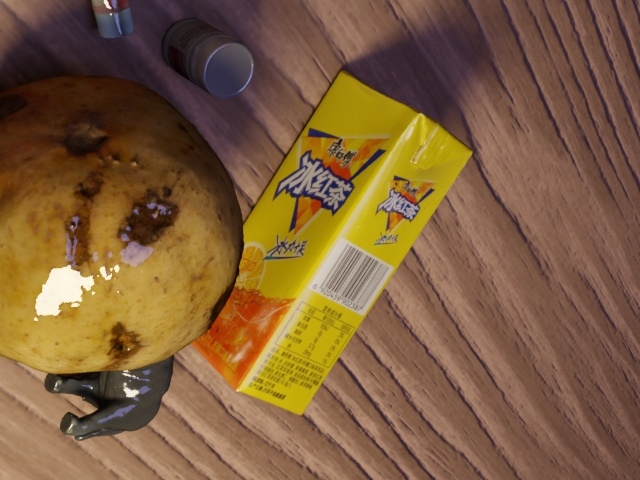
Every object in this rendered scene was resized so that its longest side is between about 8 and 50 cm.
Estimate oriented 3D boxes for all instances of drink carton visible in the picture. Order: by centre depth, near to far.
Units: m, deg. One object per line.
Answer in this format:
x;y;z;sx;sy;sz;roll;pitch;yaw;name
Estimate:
0.000;0.000;1.219;0.111;0.154;0.351;28;96;-43;drink carton

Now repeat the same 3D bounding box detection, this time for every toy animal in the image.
-0.201;0.095;1.177;0.137;0.082;0.269;19;98;-44;toy animal

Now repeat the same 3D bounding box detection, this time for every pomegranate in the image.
-0.205;-0.012;0.991;0.281;0.281;0.281;-17;123;-28;pomegranate

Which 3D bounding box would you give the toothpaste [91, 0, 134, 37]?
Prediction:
-0.204;-0.287;0.996;0.056;0.036;0.205;-21;121;-24;toothpaste

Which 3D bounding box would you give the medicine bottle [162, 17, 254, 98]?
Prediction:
-0.111;-0.180;1.082;0.058;0.091;0.058;-17;123;-28;medicine bottle
